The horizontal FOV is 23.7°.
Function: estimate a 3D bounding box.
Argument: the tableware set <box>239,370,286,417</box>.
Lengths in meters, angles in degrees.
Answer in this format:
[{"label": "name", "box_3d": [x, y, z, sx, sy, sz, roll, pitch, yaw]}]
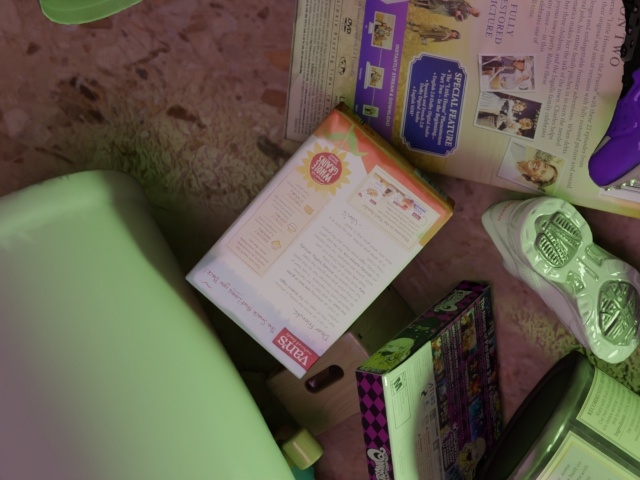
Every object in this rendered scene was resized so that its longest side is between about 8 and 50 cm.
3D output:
[{"label": "tableware set", "box_3d": [-0.116, 0.216, 1.805, 0.168, 0.020, 0.141, -2, 115, 21]}]

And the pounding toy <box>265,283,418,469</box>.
[{"label": "pounding toy", "box_3d": [-0.006, 0.151, 1.622, 0.181, 0.206, 0.094, -33, 101, 31]}]

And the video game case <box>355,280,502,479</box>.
[{"label": "video game case", "box_3d": [0.120, 0.189, 1.595, 0.042, 0.210, 0.232, 11, 121, 35]}]

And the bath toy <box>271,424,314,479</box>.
[{"label": "bath toy", "box_3d": [-0.183, 0.293, 1.791, 0.348, 0.129, 0.151, -12, 81, 29]}]

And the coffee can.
[{"label": "coffee can", "box_3d": [0.320, 0.273, 1.568, 0.275, 0.201, 0.201, 35, 122, 0]}]

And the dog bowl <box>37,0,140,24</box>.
[{"label": "dog bowl", "box_3d": [-0.138, -0.344, 1.351, 0.102, 0.349, 0.349, 50, 122, 5]}]

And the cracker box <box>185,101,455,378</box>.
[{"label": "cracker box", "box_3d": [0.000, 0.000, 1.515, 0.155, 0.067, 0.232, 42, 103, -2]}]

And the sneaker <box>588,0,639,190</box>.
[{"label": "sneaker", "box_3d": [0.308, -0.183, 1.335, 0.146, 0.102, 0.293, 39, 116, 4]}]

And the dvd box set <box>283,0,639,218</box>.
[{"label": "dvd box set", "box_3d": [0.180, -0.200, 1.461, 0.420, 0.062, 0.308, 13, 119, 14]}]

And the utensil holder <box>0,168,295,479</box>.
[{"label": "utensil holder", "box_3d": [-0.240, 0.175, 1.578, 0.327, 0.327, 0.385, -40, 74, 31]}]

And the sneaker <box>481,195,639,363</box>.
[{"label": "sneaker", "box_3d": [0.248, 0.031, 1.551, 0.232, 0.090, 0.115, 51, 166, -28]}]
